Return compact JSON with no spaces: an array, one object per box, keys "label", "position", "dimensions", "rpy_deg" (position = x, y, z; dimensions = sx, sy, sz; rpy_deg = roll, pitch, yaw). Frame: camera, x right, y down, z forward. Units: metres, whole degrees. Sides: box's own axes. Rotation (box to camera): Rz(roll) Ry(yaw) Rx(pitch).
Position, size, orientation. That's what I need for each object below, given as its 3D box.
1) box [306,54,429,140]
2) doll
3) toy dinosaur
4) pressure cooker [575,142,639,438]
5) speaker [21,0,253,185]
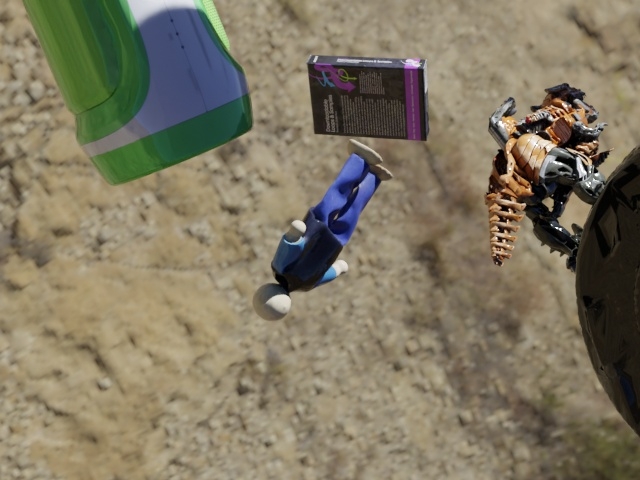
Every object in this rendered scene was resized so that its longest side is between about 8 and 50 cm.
[{"label":"box","position":[0.066,-0.194,1.982],"dimensions":[0.029,0.162,0.116],"rpy_deg":[-71,161,-51]},{"label":"doll","position":[0.000,0.000,1.408],"dimensions":[0.189,0.046,0.129],"rpy_deg":[-55,151,-10]},{"label":"toy dinosaur","position":[0.282,-0.068,1.813],"dimensions":[0.218,0.164,0.322],"rpy_deg":[39,68,0]},{"label":"pressure cooker","position":[0.502,0.026,1.426],"dimensions":[0.420,0.375,0.370],"rpy_deg":[-14,74,-38]},{"label":"speaker","position":[-0.148,-0.192,0.969],"dimensions":[0.131,0.131,0.297],"rpy_deg":[-31,102,-48]}]
